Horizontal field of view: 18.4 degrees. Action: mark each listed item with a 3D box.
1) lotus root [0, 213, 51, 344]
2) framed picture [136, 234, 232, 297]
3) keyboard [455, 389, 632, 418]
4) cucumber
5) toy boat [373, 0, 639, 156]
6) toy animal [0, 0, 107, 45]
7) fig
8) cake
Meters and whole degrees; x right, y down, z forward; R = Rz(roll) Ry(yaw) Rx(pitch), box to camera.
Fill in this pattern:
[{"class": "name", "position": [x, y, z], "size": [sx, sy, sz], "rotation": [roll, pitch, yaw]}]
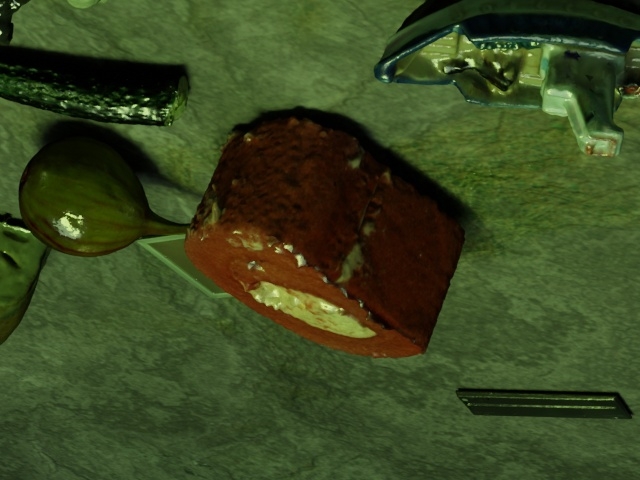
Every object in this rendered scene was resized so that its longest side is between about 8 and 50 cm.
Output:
[{"class": "lotus root", "position": [-0.471, 0.054, 2.268], "size": [0.267, 0.149, 0.260], "rotation": [21, 153, -7]}, {"class": "framed picture", "position": [-0.092, 0.021, 2.158], "size": [0.183, 0.011, 0.142], "rotation": [-7, 147, 37]}, {"class": "keyboard", "position": [0.262, 0.193, 2.322], "size": [0.202, 0.011, 0.067], "rotation": [-1, 152, 28]}, {"class": "cucumber", "position": [-0.230, -0.143, 1.857], "size": [0.215, 0.052, 0.058], "rotation": [9, 133, 12]}, {"class": "toy boat", "position": [0.176, -0.134, 1.596], "size": [0.262, 0.115, 0.114], "rotation": [11, 153, 8]}, {"class": "toy animal", "position": [-0.277, -0.244, 1.646], "size": [0.225, 0.093, 0.121], "rotation": [27, 142, -22]}, {"class": "fig", "position": [-0.192, -0.032, 2.008], "size": [0.236, 0.124, 0.124], "rotation": [13, 157, -25]}, {"class": "cake", "position": [0.000, 0.000, 1.924], "size": [0.283, 0.150, 0.177], "rotation": [34, 160, -35]}]
